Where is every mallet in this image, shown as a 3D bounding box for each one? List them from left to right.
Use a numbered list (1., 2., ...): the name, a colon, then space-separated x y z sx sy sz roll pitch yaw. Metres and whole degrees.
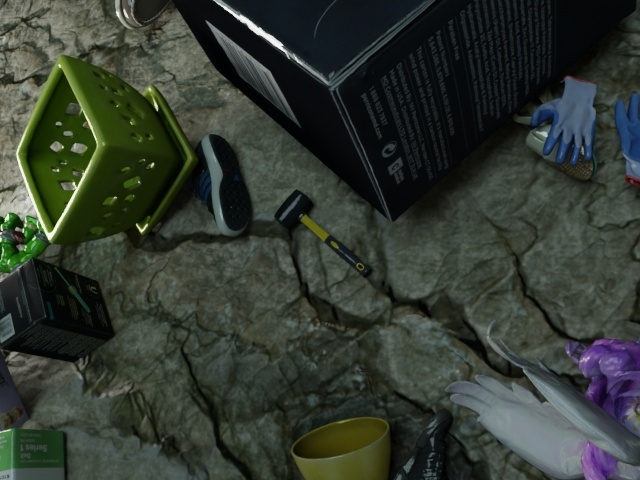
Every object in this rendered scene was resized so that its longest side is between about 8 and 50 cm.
1. mallet: 0.000 0.000 1.071 0.062 0.039 0.189 -43 65 4

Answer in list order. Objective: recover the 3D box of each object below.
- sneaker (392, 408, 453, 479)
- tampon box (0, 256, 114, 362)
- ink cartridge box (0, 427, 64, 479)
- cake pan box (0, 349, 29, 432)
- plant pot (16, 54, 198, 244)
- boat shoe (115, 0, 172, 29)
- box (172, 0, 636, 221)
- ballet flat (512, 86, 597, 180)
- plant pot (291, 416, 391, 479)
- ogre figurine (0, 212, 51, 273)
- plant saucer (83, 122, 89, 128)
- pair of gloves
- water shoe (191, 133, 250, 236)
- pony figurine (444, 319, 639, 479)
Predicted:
1. sneaker: 0.149 0.312 0.888 0.089 0.051 0.170 33 93 29
2. tampon box: -0.454 0.122 1.162 0.101 0.161 0.120 -33 61 12
3. ink cartridge box: -0.526 0.464 1.103 0.201 0.117 0.278 -18 67 18
4. cake pan box: -0.624 0.184 1.175 0.246 0.267 0.070 26 45 29
5. plant pot: -0.353 -0.143 1.158 0.227 0.207 0.228 -51 58 30
6. boat shoe: -0.288 -0.556 1.347 0.097 0.116 0.324 20 76 32
7. box: 0.089 -0.373 0.942 0.472 0.297 0.480 -41 56 -5
8. ballet flat: 0.308 -0.161 0.959 0.067 0.073 0.206 -11 56 -15
9. plant pot: 0.038 0.305 0.906 0.134 0.134 0.095 -14 93 20
10. ogre figurine: -0.584 0.009 1.299 0.197 0.097 0.118 13 67 16
11. plant saucer: -0.444 -0.220 1.357 0.083 0.015 0.083 -8 70 22
12. pair of gloves: 0.378 -0.147 0.901 0.198 0.023 0.159 20 60 4
13. water shoe: -0.175 -0.084 1.169 0.080 0.073 0.203 -35 55 34
14. pony figurine: 0.341 0.202 0.738 0.363 0.303 0.351 -41 69 -10
